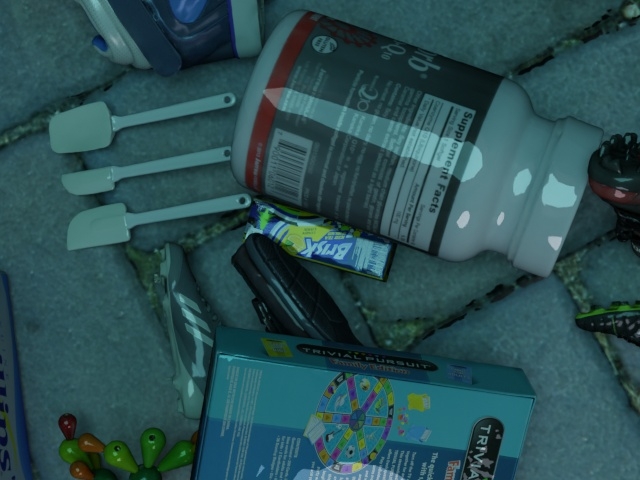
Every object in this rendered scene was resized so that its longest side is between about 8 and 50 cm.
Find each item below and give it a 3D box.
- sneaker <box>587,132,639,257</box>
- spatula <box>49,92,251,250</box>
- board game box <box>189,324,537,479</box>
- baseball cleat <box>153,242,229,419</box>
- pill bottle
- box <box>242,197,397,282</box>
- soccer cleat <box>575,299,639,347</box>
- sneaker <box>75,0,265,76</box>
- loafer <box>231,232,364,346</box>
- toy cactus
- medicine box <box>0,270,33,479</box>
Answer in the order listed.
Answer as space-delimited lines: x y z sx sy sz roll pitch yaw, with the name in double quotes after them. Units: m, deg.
0.354 -0.037 1.447 0.098 0.276 0.135 30 107 33 "sneaker"
-0.202 -0.089 1.611 0.242 0.019 0.168 -10 82 19 "spatula"
0.034 0.241 1.471 0.336 0.079 0.253 9 108 -8 "board game box"
-0.130 0.100 1.593 0.109 0.072 0.206 -7 90 -7 "baseball cleat"
0.104 -0.099 1.495 0.363 0.210 0.210 20 89 8 "pill bottle"
0.000 0.000 1.577 0.169 0.059 0.054 16 88 8 "box"
0.372 0.102 1.524 0.179 0.060 0.072 0 88 5 "soccer cleat"
-0.191 -0.339 1.534 0.236 0.130 0.323 -3 122 5 "sneaker"
-0.005 0.129 1.532 0.095 0.109 0.302 -40 99 18 "loafer"
-0.205 0.290 1.581 0.219 0.112 0.180 12 107 6 "toy cactus"
-0.446 0.165 1.510 0.149 0.289 0.263 -9 86 9 "medicine box"
